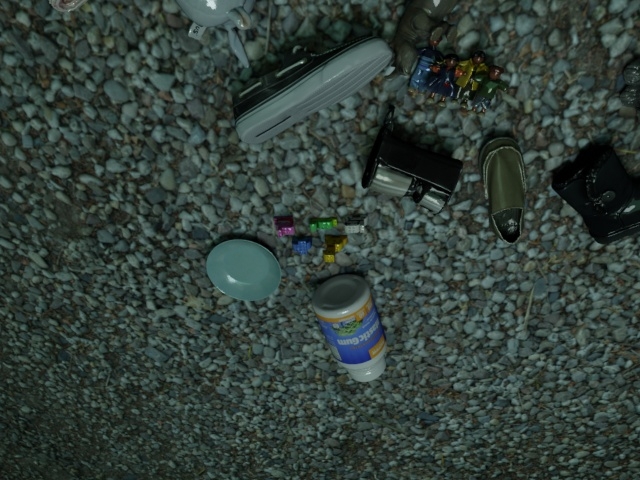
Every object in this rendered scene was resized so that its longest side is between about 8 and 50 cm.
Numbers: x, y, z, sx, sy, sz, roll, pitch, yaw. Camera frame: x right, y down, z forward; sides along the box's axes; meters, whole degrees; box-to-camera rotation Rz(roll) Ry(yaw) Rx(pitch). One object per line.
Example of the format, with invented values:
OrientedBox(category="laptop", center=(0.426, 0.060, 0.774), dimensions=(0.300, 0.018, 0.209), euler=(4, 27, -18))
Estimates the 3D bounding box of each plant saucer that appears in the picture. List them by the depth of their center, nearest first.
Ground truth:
OrientedBox(category="plant saucer", center=(-0.194, 0.070, 1.142), dimensions=(0.194, 0.037, 0.195), euler=(2, 123, 3))

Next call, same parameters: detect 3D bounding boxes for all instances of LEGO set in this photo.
OrientedBox(category="LEGO set", center=(0.000, 0.000, 1.044), dimensions=(0.227, 0.093, 0.087), euler=(-2, 123, 7))

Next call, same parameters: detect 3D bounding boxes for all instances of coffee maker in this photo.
OrientedBox(category="coffee maker", center=(0.194, -0.157, 0.909), dimensions=(0.178, 0.120, 0.171), euler=(18, 122, -6))

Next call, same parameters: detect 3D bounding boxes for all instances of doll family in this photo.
OrientedBox(category="doll family", center=(0.252, -0.314, 0.831), dimensions=(0.192, 0.076, 0.112), euler=(14, 128, 0))

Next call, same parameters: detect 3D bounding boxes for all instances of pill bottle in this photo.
OrientedBox(category="pill bottle", center=(0.087, 0.236, 1.152), dimensions=(0.152, 0.152, 0.272), euler=(-13, 120, 14))

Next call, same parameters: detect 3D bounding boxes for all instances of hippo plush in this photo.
OrientedBox(category="hippo plush", center=(-0.187, -0.438, 0.695), dimensions=(0.234, 0.237, 0.294), euler=(26, 121, -11))

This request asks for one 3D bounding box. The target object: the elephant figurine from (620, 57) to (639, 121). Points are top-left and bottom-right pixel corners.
OrientedBox(category="elephant figurine", center=(0.633, -0.238, 0.740), dimensions=(0.169, 0.239, 0.186), euler=(40, 118, -18))

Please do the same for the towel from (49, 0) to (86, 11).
OrientedBox(category="towel", center=(-0.318, -0.550, 0.637), dimensions=(0.316, 0.053, 0.332), euler=(-27, 75, 20))

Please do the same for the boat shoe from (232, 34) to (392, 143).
OrientedBox(category="boat shoe", center=(-0.036, -0.305, 0.831), dimensions=(0.335, 0.121, 0.119), euler=(-23, 84, 18))

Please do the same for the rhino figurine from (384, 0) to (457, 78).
OrientedBox(category="rhino figurine", center=(0.188, -0.390, 0.778), dimensions=(0.073, 0.106, 0.243), euler=(0, 137, -45))

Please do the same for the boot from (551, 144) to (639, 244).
OrientedBox(category="boot", center=(0.632, -0.118, 0.903), dimensions=(0.246, 0.094, 0.207), euler=(-33, 118, 30))

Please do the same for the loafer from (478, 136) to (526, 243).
OrientedBox(category="loafer", center=(0.400, -0.099, 0.944), dimensions=(0.094, 0.087, 0.251), euler=(-15, 120, 14))
